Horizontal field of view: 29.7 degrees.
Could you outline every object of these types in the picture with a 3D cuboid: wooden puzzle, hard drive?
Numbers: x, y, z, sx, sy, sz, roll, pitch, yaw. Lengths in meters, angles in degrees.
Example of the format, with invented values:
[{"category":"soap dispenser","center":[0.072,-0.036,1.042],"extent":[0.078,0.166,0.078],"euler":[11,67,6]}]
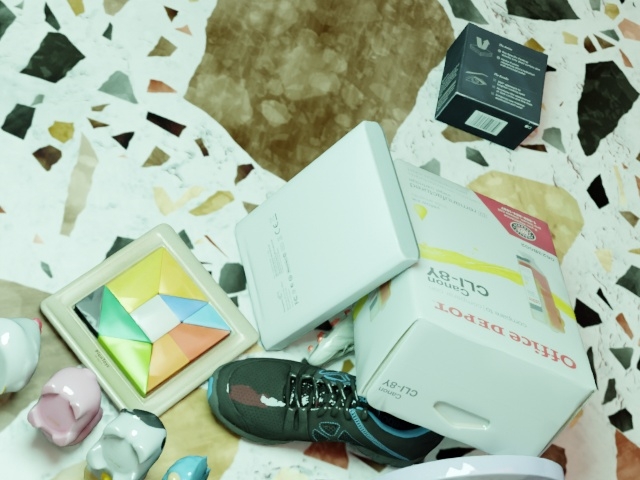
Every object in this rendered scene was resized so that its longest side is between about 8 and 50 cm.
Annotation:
[{"category":"wooden puzzle","center":[-0.230,0.109,1.661],"extent":[0.238,0.044,0.221],"euler":[-35,81,-33]},{"category":"hard drive","center":[0.000,0.000,1.657],"extent":[0.040,0.307,0.203],"euler":[4,61,-40]}]

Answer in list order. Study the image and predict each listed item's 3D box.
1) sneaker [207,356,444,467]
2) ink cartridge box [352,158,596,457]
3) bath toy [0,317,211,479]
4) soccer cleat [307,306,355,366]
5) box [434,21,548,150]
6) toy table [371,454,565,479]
[{"category":"sneaker","center":[0.017,0.218,1.652],"extent":[0.340,0.140,0.125],"euler":[12,62,-15]},{"category":"ink cartridge box","center":[0.200,0.090,1.686],"extent":[0.279,0.160,0.385],"euler":[23,32,-16]},{"category":"bath toy","center":[-0.299,0.219,1.526],"extent":[0.348,0.151,0.129],"euler":[38,26,3]},{"category":"soccer cleat","center":[0.059,0.131,1.760],"extent":[0.076,0.068,0.196],"euler":[48,54,3]},{"category":"box","center":[0.290,-0.260,2.040],"extent":[0.156,0.093,0.158],"euler":[20,59,-12]},{"category":"toy table","center":[0.193,0.391,1.585],"extent":[0.274,0.252,0.161],"euler":[-13,55,14]}]
